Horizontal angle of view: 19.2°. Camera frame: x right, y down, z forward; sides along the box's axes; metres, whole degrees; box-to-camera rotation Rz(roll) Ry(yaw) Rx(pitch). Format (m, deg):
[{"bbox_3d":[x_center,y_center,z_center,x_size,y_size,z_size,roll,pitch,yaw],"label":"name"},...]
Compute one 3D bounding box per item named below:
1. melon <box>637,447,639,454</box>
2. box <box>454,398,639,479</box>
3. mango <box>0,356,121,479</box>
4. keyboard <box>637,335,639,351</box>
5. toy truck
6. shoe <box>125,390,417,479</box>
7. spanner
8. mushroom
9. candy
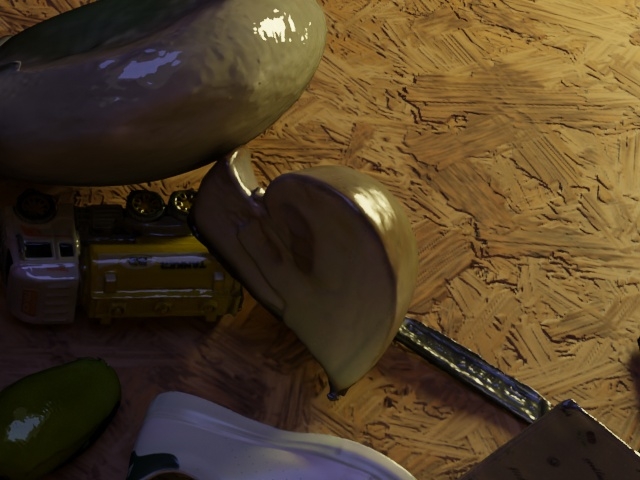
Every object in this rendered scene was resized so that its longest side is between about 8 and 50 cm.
[{"bbox_3d":[0.372,0.232,1.651,0.169,0.129,0.265,-25,55,-27],"label":"melon"},{"bbox_3d":[0.163,0.316,1.479,0.297,0.190,0.225,-32,58,-34],"label":"box"},{"bbox_3d":[-0.237,0.150,1.652,0.091,0.074,0.165,28,46,20],"label":"mango"},{"bbox_3d":[0.465,0.134,1.844,0.310,0.018,0.101,4,46,-7],"label":"keyboard"},{"bbox_3d":[-0.188,0.022,1.777,0.227,0.098,0.114,0,51,-13],"label":"toy truck"},{"bbox_3d":[-0.043,0.220,1.613,0.265,0.095,0.110,17,50,15],"label":"shoe"},{"bbox_3d":[0.081,0.088,1.812,0.325,0.026,0.093,31,48,19],"label":"spanner"},{"bbox_3d":[0.021,-0.016,1.730,0.236,0.173,0.162,48,41,3],"label":"mushroom"},{"bbox_3d":[-0.183,-0.147,1.802,0.386,0.186,0.427,-13,11,8],"label":"candy"}]
